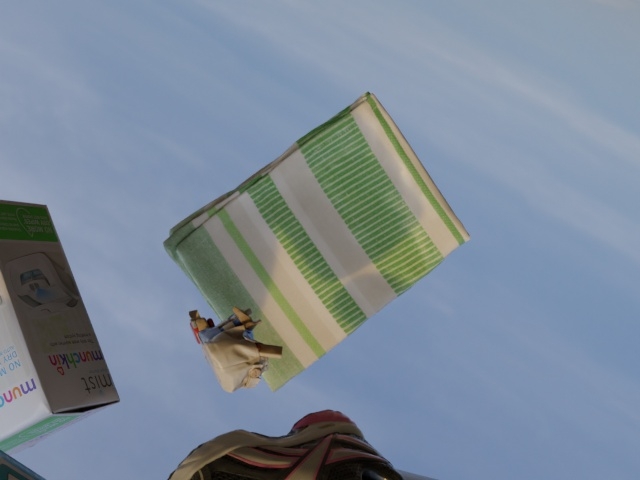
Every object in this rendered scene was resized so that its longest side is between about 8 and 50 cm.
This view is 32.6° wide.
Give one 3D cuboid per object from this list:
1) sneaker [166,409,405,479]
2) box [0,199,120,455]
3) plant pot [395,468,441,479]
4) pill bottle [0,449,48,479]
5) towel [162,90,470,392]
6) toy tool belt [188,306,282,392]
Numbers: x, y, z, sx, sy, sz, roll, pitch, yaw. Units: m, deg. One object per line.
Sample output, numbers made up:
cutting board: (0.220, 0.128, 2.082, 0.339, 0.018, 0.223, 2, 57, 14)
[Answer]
sneaker: (-0.016, 0.147, 0.615, 0.077, 0.072, 0.178, 28, -150, 35)
box: (-0.373, 0.117, 1.125, 0.127, 0.262, 0.231, 6, -120, -67)
plant pot: (0.090, 0.381, 1.195, 0.323, 0.323, 0.280, -1, -162, -43)
pill bottle: (-0.228, 0.226, 0.747, 0.264, 0.146, 0.146, 42, -162, -27)
towel: (0.000, 0.000, 1.378, 0.248, 0.325, 0.038, 54, 175, -11)
toy tool belt: (-0.061, 0.074, 0.807, 0.051, 0.052, 0.083, -23, -150, -12)
